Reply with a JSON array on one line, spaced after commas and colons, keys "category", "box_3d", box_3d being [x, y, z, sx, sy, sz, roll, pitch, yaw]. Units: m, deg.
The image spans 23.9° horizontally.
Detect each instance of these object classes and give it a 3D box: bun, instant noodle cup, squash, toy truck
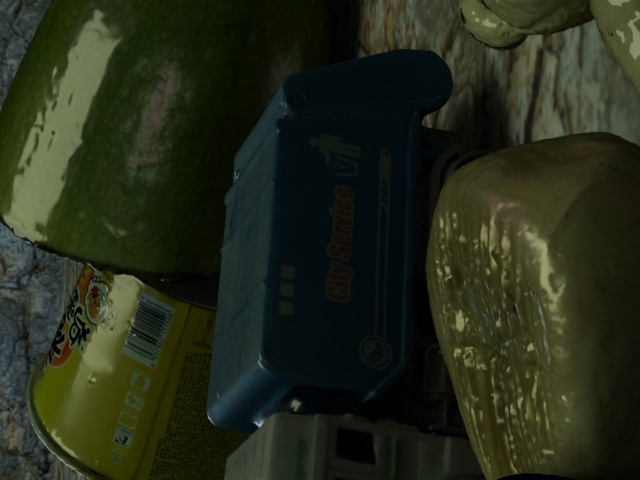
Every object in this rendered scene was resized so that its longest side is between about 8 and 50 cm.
[{"category": "bun", "box_3d": [0.135, 0.044, 0.740, 0.178, 0.127, 0.193, -168, 67, -73]}, {"category": "instant noodle cup", "box_3d": [-0.131, 0.088, 1.416, 0.264, 0.264, 0.200, -116, 38, -55]}, {"category": "squash", "box_3d": [-0.135, -0.167, 1.328, 0.310, 0.310, 0.309, -115, 31, -54]}, {"category": "toy truck", "box_3d": [0.029, 0.060, 0.952, 0.146, 0.175, 0.367, 127, 150, -59]}]

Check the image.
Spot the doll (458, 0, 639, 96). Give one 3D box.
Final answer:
[{"category": "doll", "box_3d": [0.151, -0.165, 0.683, 0.175, 0.149, 0.278, -58, 32, -4]}]

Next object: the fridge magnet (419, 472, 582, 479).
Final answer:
[{"category": "fridge magnet", "box_3d": [0.121, 0.205, 0.660, 0.265, 0.112, 0.265, 35, 151, 23]}]
